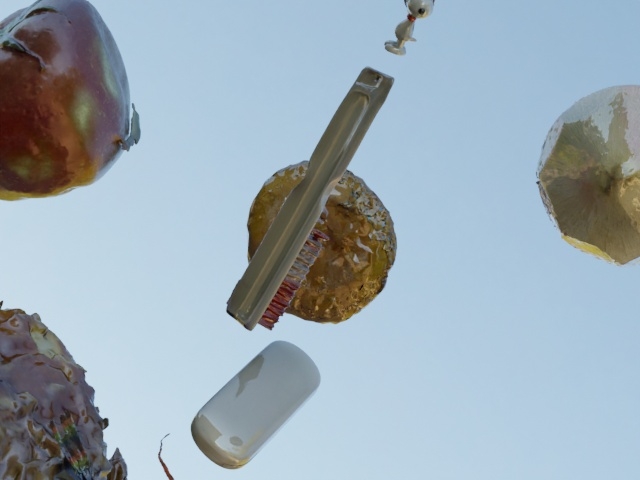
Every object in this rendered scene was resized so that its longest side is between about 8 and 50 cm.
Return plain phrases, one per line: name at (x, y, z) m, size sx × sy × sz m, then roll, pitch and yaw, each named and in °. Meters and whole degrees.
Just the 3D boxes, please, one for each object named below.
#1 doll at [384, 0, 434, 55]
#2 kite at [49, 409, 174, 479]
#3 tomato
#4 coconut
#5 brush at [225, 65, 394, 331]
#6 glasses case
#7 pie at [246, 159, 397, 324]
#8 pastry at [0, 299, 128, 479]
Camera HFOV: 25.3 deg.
doll at (0.102, -0.247, 1.578) m, size 0.040 × 0.058 × 0.085 m, roll 20°, pitch -45°, yaw -10°
kite at (-0.167, 0.232, 1.145) m, size 0.244 × 0.198 × 0.006 m, roll 64°, pitch 2°, yaw 34°
tomato at (-0.383, -0.185, 1.958) m, size 0.303 × 0.303 × 0.239 m, roll 4°, pitch -46°, yaw 57°
coconut at (0.274, -0.054, 1.248) m, size 0.171 × 0.183 × 0.171 m, roll 4°, pitch -78°, yaw 18°
brush at (-0.002, -0.042, 1.592) m, size 0.050 × 0.321 × 0.060 m, roll 27°, pitch 4°, yaw -38°
glasses case at (-0.069, 0.179, 1.573) m, size 0.081 × 0.204 × 0.051 m, roll 42°, pitch -51°, yaw 8°
pie at (0.000, 0.001, 2.320) m, size 0.273 × 0.273 × 0.069 m, roll 49°, pitch -6°, yaw -3°
pastry at (-0.394, 0.273, 1.644) m, size 0.337 × 0.405 × 0.292 m, roll 37°, pitch -56°, yaw 5°
